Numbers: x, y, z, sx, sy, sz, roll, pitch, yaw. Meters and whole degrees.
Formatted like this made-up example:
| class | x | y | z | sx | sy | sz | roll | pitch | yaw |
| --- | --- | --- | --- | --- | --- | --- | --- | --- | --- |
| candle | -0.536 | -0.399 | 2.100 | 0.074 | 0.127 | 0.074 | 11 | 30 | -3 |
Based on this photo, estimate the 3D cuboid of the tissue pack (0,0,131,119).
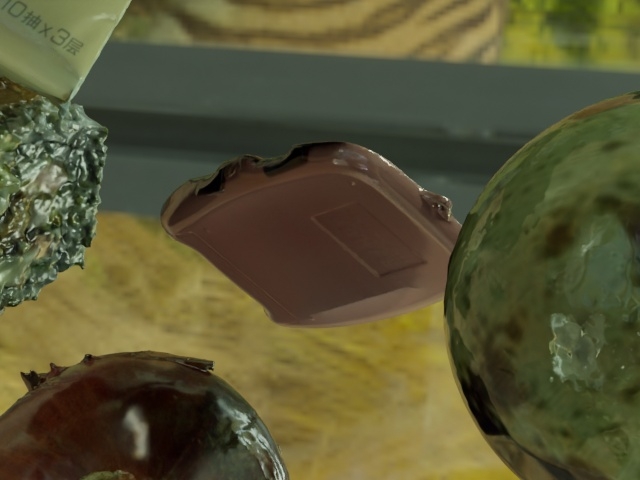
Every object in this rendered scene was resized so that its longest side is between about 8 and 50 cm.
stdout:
| class | x | y | z | sx | sy | sz | roll | pitch | yaw |
| --- | --- | --- | --- | --- | --- | --- | --- | --- | --- |
| tissue pack | -0.295 | -0.346 | 1.556 | 0.331 | 0.405 | 0.205 | -59 | -170 | -3 |

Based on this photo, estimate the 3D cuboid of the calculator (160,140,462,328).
| class | x | y | z | sx | sy | sz | roll | pitch | yaw |
| --- | --- | --- | --- | --- | --- | --- | --- | --- | --- |
| calculator | 0.000 | 0.000 | 1.680 | 0.220 | 0.330 | 0.048 | 42 | 57 | -24 |

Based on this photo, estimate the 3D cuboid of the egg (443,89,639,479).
| class | x | y | z | sx | sy | sz | roll | pitch | yaw |
| --- | --- | --- | --- | --- | --- | --- | --- | --- | --- |
| egg | 0.304 | 0.052 | 1.422 | 0.345 | 0.428 | 0.345 | 176 | -90 | -78 |

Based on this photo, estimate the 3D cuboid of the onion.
| class | x | y | z | sx | sy | sz | roll | pitch | yaw |
| --- | --- | --- | --- | --- | --- | --- | --- | --- | --- |
| onion | -0.189 | 0.269 | 1.808 | 0.354 | 0.354 | 0.353 | 6 | 90 | -69 |

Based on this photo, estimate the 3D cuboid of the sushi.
| class | x | y | z | sx | sy | sz | roll | pitch | yaw |
| --- | --- | --- | --- | --- | --- | --- | --- | --- | --- |
| sushi | -0.301 | -0.061 | 1.757 | 0.184 | 0.139 | 0.274 | -12 | 126 | -43 |
